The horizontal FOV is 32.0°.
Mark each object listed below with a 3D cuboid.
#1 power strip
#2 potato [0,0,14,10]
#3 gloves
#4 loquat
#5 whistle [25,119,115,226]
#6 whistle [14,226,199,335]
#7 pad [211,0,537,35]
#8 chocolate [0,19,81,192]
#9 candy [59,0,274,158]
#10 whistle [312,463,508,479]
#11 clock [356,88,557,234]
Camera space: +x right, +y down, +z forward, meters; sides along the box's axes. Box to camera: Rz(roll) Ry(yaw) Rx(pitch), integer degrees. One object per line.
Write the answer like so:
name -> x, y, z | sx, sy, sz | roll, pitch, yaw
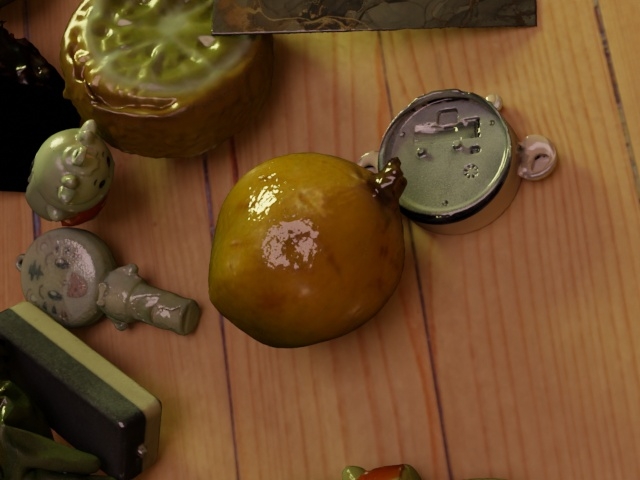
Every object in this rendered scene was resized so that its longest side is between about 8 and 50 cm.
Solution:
power strip -> -0.286, 0.178, 1.310 | 0.257, 0.070, 0.105 | 32, 133, 28
potato -> -0.526, -0.443, 1.514 | 0.359, 0.219, 0.270 | 23, 57, 34
gloves -> -0.334, 0.231, 1.264 | 0.107, 0.135, 0.268 | -40, 82, -11
loquat -> 0.000, 0.000, 1.167 | 0.246, 0.213, 0.213 | -39, 64, 26
whistle -> -0.300, -0.071, 1.330 | 0.102, 0.253, 0.106 | -44, 97, -23
whistle -> -0.264, 0.058, 1.356 | 0.258, 0.067, 0.126 | 16, 100, 23
pad -> 0.061, -0.353, 1.284 | 0.368, 0.007, 0.247 | 0, 75, 6
chocolate -> -0.394, -0.201, 1.431 | 0.206, 0.224, 0.177 | 3, 51, 1
candy -> -0.180, -0.218, 1.327 | 0.260, 0.118, 0.260 | -3, 62, 5
whistle -> 0.056, 0.289, 1.125 | 0.288, 0.106, 0.131 | -16, 77, 20
clock -> 0.140, -0.087, 1.211 | 0.229, 0.063, 0.155 | -2, 77, 23
